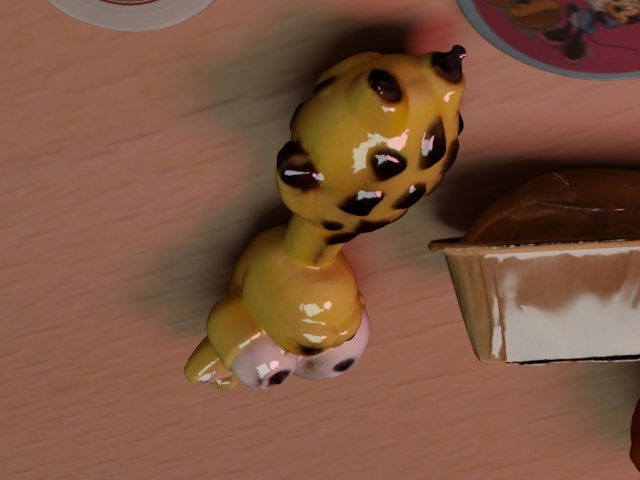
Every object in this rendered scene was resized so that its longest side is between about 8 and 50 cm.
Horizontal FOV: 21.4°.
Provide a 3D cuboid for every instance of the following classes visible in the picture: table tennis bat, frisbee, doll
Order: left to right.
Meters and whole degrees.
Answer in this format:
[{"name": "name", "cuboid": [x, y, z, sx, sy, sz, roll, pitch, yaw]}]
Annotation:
[{"name": "frisbee", "cuboid": [-0.093, -0.142, 0.811, 0.110, 0.014, 0.110, 1, 139, 1]}, {"name": "doll", "cuboid": [0.000, 0.001, 0.920, 0.117, 0.086, 0.291, -13, 149, -31]}, {"name": "table tennis bat", "cuboid": [0.168, -0.151, 0.778, 0.153, 0.040, 0.244, 33, 135, -30]}]

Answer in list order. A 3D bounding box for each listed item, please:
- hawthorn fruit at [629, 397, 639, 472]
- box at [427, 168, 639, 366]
[{"name": "hawthorn fruit", "cuboid": [0.261, 0.127, 1.023, 0.138, 0.133, 0.133, -23, 135, 9]}, {"name": "box", "cuboid": [0.147, 0.013, 0.919, 0.177, 0.111, 0.111, -2, 139, 4]}]
